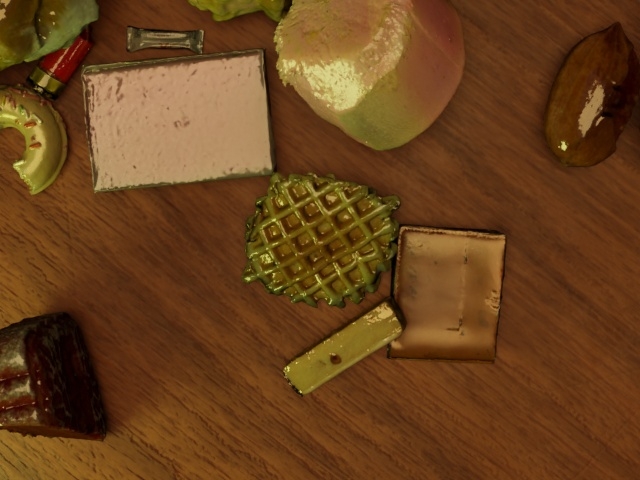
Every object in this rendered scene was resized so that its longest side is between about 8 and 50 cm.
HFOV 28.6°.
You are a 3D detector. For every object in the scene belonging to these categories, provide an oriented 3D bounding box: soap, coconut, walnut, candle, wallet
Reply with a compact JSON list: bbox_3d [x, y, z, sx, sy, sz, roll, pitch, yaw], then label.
[{"bbox_3d":[-0.192,-0.167,1.746,0.259,0.081,0.181,-7,95,3],"label":"soap"},{"bbox_3d":[0.071,-0.247,1.654,0.233,0.245,0.233,-11,66,27],"label":"coconut"},{"bbox_3d":[0.370,-0.196,1.699,0.115,0.116,0.207,17,92,2],"label":"walnut"},{"bbox_3d":[-0.358,-0.262,1.764,0.052,0.052,0.131,35,95,0],"label":"candle"},{"bbox_3d":[0.177,0.075,1.766,0.161,0.042,0.195,3,99,10],"label":"wallet"}]

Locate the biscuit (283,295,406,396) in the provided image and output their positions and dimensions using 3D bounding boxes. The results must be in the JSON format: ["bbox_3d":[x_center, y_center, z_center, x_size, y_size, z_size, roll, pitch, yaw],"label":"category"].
[{"bbox_3d":[0.035,0.150,1.761,0.188,0.052,0.056,-35,92,16],"label":"biscuit"}]

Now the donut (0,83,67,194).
[{"bbox_3d":[-0.420,-0.156,1.767,0.108,0.065,0.166,-38,92,5],"label":"donut"}]

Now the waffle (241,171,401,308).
[{"bbox_3d":[0.000,0.000,1.738,0.214,0.054,0.208,14,115,-3],"label":"waffle"}]

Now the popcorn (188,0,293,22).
[{"bbox_3d":[-0.094,-0.402,1.664,0.259,0.212,0.259,1,94,11],"label":"popcorn"}]

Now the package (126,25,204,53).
[{"bbox_3d":[-0.219,-0.282,1.771,0.110,0.015,0.037,3,95,4],"label":"package"}]

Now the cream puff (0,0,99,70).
[{"bbox_3d":[-0.460,-0.388,1.618,0.378,0.275,0.378,3,73,-11],"label":"cream puff"}]

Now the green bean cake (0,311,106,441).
[{"bbox_3d":[-0.378,0.202,1.711,0.097,0.232,0.198,-12,90,8],"label":"green bean cake"}]
